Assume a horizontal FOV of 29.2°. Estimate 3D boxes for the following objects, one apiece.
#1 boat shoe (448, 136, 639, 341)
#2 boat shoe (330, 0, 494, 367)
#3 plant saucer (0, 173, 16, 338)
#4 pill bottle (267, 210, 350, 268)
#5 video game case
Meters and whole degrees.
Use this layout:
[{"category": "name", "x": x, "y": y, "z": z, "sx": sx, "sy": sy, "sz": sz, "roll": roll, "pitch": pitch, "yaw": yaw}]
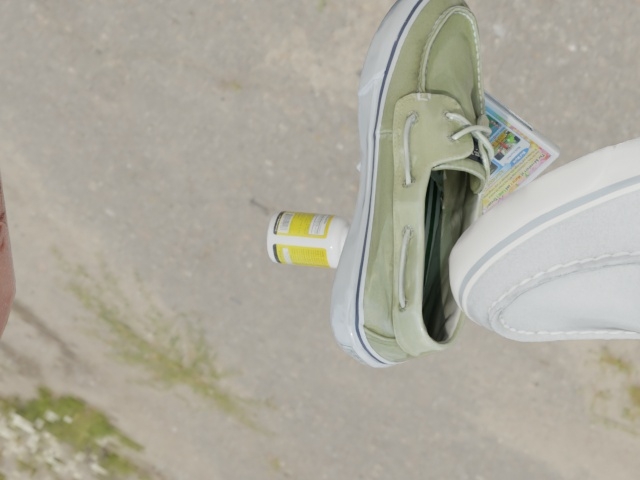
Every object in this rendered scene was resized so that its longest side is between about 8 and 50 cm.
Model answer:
[{"category": "boat shoe", "x": 0.126, "y": 0.007, "z": 0.346, "sx": 0.184, "sy": 0.063, "sz": 0.066, "roll": -11, "pitch": 145, "yaw": 16}, {"category": "boat shoe", "x": 0.086, "y": -0.052, "z": 0.912, "sx": 0.109, "sy": 0.302, "sz": 0.094, "roll": 21, "pitch": 162, "yaw": -40}, {"category": "plant saucer", "x": -0.167, "y": -0.096, "z": 0.371, "sx": 0.258, "sy": 0.047, "sz": 0.259, "roll": 52, "pitch": 156, "yaw": 20}, {"category": "pill bottle", "x": 0.000, "y": 0.000, "z": 1.466, "sx": 0.116, "sy": 0.065, "sz": 0.065, "roll": 5, "pitch": 144, "yaw": 20}, {"category": "video game case", "x": 0.137, "y": -0.083, "z": 1.245, "sx": 0.143, "sy": 0.019, "sz": 0.157, "roll": 35, "pitch": 127, "yaw": -12}]
